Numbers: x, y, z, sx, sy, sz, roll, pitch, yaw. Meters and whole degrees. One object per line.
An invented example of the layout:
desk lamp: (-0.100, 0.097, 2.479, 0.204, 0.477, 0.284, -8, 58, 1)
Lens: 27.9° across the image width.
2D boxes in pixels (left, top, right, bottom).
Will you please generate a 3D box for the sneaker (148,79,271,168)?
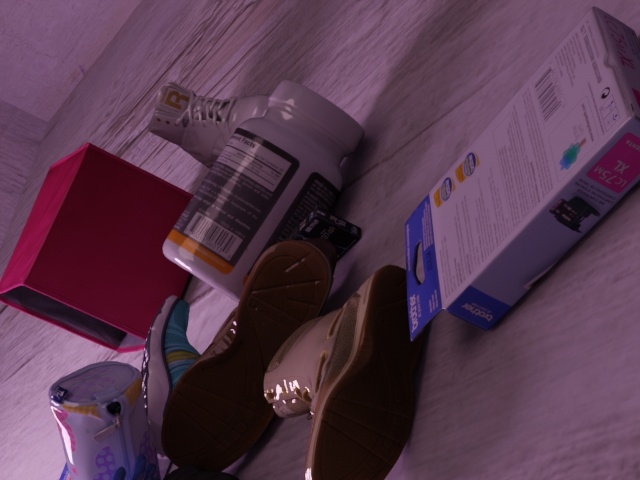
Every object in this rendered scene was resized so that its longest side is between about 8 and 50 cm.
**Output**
sneaker: (-0.192, -0.204, 2.150, 0.292, 0.169, 0.108, -20, 45, 60)

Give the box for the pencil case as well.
pencil case: (-0.253, 0.286, 1.610, 0.124, 0.113, 0.273, 15, 122, 44)

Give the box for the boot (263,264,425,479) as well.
boot: (0.007, 0.168, 1.335, 0.203, 0.095, 0.262, -34, 34, 52)

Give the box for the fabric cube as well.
fabric cube: (-0.368, 0.021, 2.180, 0.259, 0.254, 0.258, -16, 52, 64)

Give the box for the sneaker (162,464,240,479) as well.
sneaker: (-0.161, 0.391, 1.475, 0.130, 0.109, 0.286, -16, 53, 52)

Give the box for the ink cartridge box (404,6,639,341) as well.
ink cartridge box: (0.190, -0.050, 1.206, 0.311, 0.065, 0.186, -48, 26, 31)

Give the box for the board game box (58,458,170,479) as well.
board game box: (-0.324, 0.376, 1.921, 0.318, 0.066, 0.318, -16, 52, 63)

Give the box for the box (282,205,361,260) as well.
box: (0.000, 0.000, 1.591, 0.083, 0.067, 0.018, -45, 28, 38)

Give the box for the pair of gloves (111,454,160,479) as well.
pair of gloves: (-0.214, 0.362, 1.547, 0.023, 0.198, 0.159, 4, 48, 33)

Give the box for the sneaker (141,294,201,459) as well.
sneaker: (-0.191, 0.191, 1.769, 0.275, 0.110, 0.107, -97, 18, -46)

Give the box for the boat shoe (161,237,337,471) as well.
boat shoe: (-0.079, 0.140, 1.586, 0.342, 0.123, 0.123, -62, -10, 18)

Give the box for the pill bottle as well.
pill bottle: (-0.070, -0.059, 1.679, 0.278, 0.162, 0.162, -57, 20, -5)
